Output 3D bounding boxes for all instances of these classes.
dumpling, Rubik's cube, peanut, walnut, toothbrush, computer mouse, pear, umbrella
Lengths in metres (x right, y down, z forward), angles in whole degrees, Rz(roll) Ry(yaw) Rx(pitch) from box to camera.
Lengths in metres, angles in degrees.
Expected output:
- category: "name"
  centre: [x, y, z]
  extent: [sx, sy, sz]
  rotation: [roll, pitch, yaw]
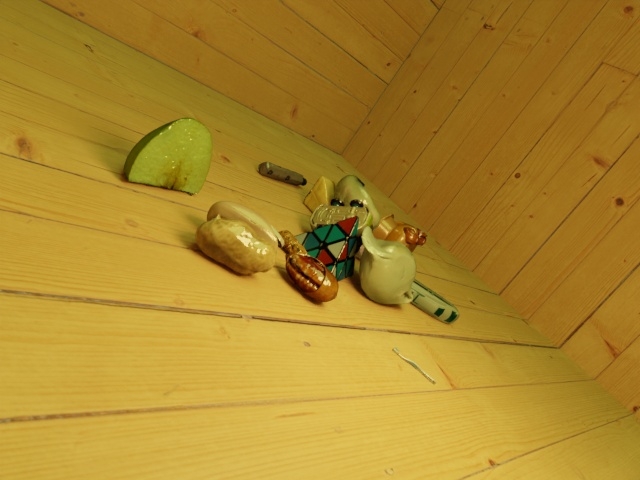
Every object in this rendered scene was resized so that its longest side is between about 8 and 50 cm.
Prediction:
- category: "dumpling"
  centre: [0.251, 0.100, 1.771]
  extent: [0.212, 0.320, 0.270]
  rotation: [11, 34, 13]
- category: "Rubik's cube"
  centre: [0.000, 0.000, 1.733]
  extent: [0.234, 0.249, 0.284]
  rotation: [20, 16, 21]
- category: "peanut"
  centre: [-0.225, 0.013, 1.305]
  extent: [0.224, 0.129, 0.129]
  rotation: [32, 17, -18]
- category: "walnut"
  centre: [-0.032, 0.106, 1.455]
  extent: [0.207, 0.115, 0.116]
  rotation: [41, 18, 20]
- category: "toothbrush"
  centre: [0.285, 0.382, 1.470]
  extent: [0.162, 0.014, 0.017]
  rotation: [40, 36, 13]
- category: "computer mouse"
  centre: [-0.220, -0.031, 1.412]
  extent: [0.237, 0.145, 0.082]
  rotation: [32, 53, -6]
- category: "pear"
  centre: [-0.458, -0.283, 1.473]
  extent: [0.139, 0.239, 0.288]
  rotation: [43, 18, 25]
- category: "umbrella"
  centre: [-0.179, -0.327, 2.420]
  extent: [0.073, 0.067, 0.337]
  rotation: [-5, -9, 35]

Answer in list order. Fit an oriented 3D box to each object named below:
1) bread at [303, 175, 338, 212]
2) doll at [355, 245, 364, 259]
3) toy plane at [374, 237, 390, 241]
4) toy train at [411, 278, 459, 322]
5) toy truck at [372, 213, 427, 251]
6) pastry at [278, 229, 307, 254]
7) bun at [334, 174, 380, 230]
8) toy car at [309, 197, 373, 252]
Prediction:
- category: "bread"
  centre: [0.070, -0.157, 2.275]
  extent: [0.168, 0.163, 0.264]
  rotation: [18, 24, -47]
- category: "doll"
  centre: [0.178, 0.016, 2.057]
  extent: [0.207, 0.129, 0.081]
  rotation: [58, 23, 0]
- category: "toy plane"
  centre: [0.232, 0.015, 2.125]
  extent: [0.226, 0.058, 0.226]
  rotation: [12, -35, 53]
- category: "toy train"
  centre: [0.417, 0.233, 2.001]
  extent: [0.407, 0.086, 0.088]
  rotation: [33, 16, -8]
- category: "toy truck"
  centre: [0.367, 0.002, 2.336]
  extent: [0.212, 0.204, 0.288]
  rotation: [39, 19, 20]
- category: "pastry"
  centre: [-0.100, 0.015, 1.662]
  extent: [0.140, 0.056, 0.080]
  rotation: [41, 6, 27]
- category: "bun"
  centre: [0.145, -0.153, 2.182]
  extent: [0.283, 0.179, 0.283]
  rotation: [61, 3, -5]
- category: "toy car"
  centre: [0.091, -0.036, 1.948]
  extent: [0.248, 0.198, 0.204]
  rotation: [5, 45, 22]
